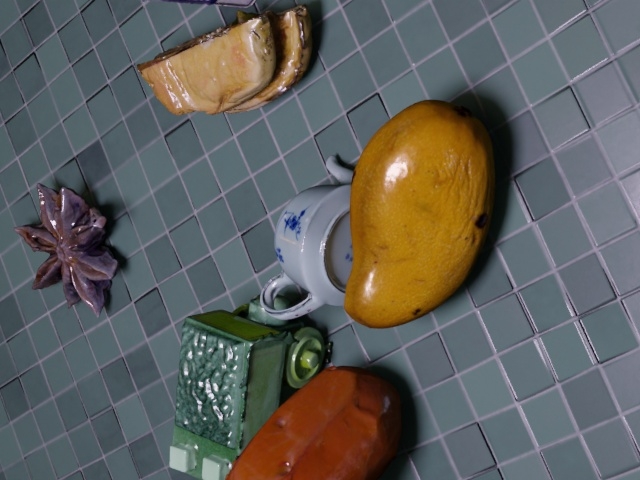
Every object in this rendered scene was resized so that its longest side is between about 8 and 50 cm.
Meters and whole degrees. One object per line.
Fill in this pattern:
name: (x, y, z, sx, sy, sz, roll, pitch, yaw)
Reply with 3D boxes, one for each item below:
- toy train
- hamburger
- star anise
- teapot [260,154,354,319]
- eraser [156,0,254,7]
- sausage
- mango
toy train: (-0.099, 0.207, 1.866, 0.159, 0.188, 0.271, 18, 108, 37)
hamburger: (-0.113, -0.240, 1.873, 0.262, 0.124, 0.131, -13, 106, 43)
star anise: (-0.373, 0.006, 2.122, 0.262, 0.081, 0.230, -36, 73, 47)
teapot: (0.000, 0.000, 1.790, 0.159, 0.159, 0.232, 20, 78, 35)
eraser: (-0.182, -0.376, 1.792, 0.130, 0.287, 0.086, -49, 63, 32)
sausage: (-0.002, 0.272, 1.762, 0.153, 0.268, 0.141, 21, 149, 45)
mango: (0.117, -0.031, 1.689, 0.177, 0.120, 0.294, 12, 113, -7)
